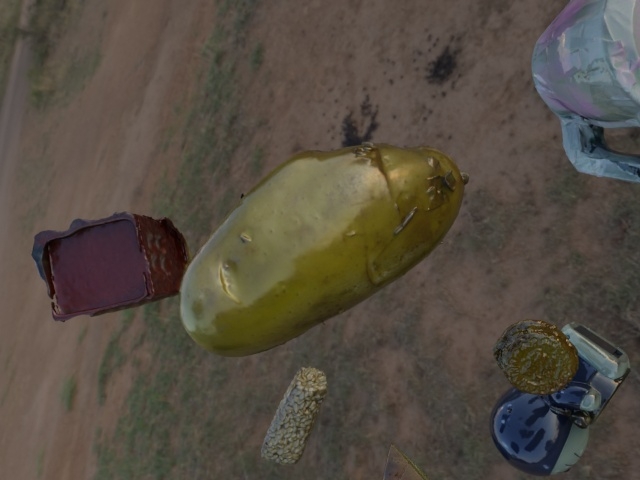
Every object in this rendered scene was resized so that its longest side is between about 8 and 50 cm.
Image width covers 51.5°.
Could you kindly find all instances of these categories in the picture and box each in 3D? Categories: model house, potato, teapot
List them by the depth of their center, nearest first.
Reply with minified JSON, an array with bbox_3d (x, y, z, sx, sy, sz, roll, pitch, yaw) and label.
[{"bbox_3d":[0.000,0.000,0.635,0.300,0.173,0.140,-31,51,0],"label":"potato"},{"bbox_3d":[0.342,-0.184,0.740,0.163,0.222,0.178,-36,11,-14],"label":"teapot"},{"bbox_3d":[-0.357,0.049,1.208,0.195,0.254,0.160,-15,83,10],"label":"model house"}]

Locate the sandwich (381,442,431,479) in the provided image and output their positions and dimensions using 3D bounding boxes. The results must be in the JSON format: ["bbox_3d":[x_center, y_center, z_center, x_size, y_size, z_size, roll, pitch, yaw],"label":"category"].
[{"bbox_3d":[0.147,0.525,1.293,0.187,0.117,0.144,-48,25,-10],"label":"sandwich"}]

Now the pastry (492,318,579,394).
[{"bbox_3d":[0.290,0.159,0.895,0.057,0.109,0.097,-73,-17,-66],"label":"pastry"}]

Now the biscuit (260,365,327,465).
[{"bbox_3d":[-0.040,0.286,1.076,0.082,0.070,0.169,-87,18,-71],"label":"biscuit"}]

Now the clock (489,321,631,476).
[{"bbox_3d":[0.368,0.252,1.029,0.146,0.199,0.243,37,108,21],"label":"clock"}]
